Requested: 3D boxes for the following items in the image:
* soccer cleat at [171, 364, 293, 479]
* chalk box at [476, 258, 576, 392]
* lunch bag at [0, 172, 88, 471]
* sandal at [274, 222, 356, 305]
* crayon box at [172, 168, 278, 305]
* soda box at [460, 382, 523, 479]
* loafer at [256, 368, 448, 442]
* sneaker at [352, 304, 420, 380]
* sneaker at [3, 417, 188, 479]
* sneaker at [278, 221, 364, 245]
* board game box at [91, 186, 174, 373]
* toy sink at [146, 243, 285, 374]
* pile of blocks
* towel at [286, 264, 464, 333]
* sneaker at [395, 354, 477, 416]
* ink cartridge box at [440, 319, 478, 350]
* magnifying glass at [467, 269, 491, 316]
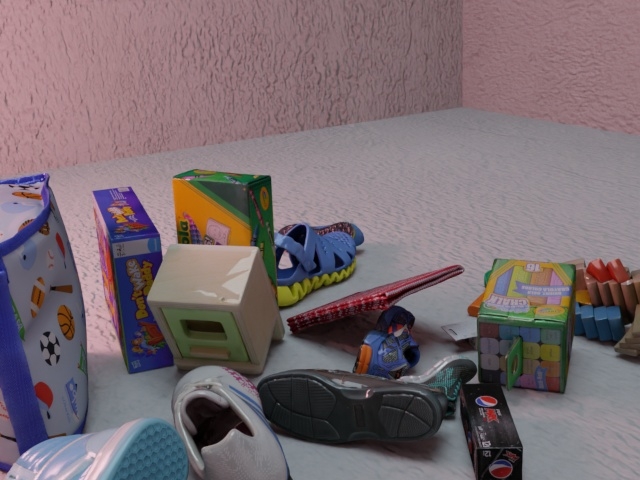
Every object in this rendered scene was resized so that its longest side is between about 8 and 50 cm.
[{"bbox_3d":[-0.133,0.215,1.045,0.116,0.143,0.331,-37,27,-10],"label":"soccer cleat"},{"bbox_3d":[0.313,0.139,1.247,0.132,0.132,0.213,4,32,19],"label":"chalk box"},{"bbox_3d":[-0.459,0.106,1.178,0.239,0.328,0.385,-14,22,-18],"label":"lunch bag"},{"bbox_3d":[-0.026,0.027,1.675,0.126,0.138,0.317,5,18,30],"label":"sandal"},{"bbox_3d":[-0.170,0.016,1.491,0.165,0.278,0.081,7,19,28],"label":"crayon box"},{"bbox_3d":[0.221,0.248,1.074,0.060,0.053,0.169,-1,18,3],"label":"soda box"},{"bbox_3d":[0.044,0.224,1.124,0.267,0.096,0.084,2,7,24],"label":"loafer"},{"bbox_3d":[0.119,0.172,1.315,0.087,0.083,0.221,23,23,12],"label":"sneaker"},{"bbox_3d":[-0.292,0.323,0.854,0.208,0.127,0.319,-14,23,35],"label":"sneaker"},{"bbox_3d":[0.000,0.000,1.893,0.209,0.069,0.082,-4,-17,25],"label":"sneaker"},{"bbox_3d":[-0.341,0.056,1.469,0.078,0.233,0.347,-9,18,-18],"label":"board game box"},{"bbox_3d":[-0.162,0.131,1.332,0.153,0.234,0.131,3,48,13],"label":"toy sink"},{"bbox_3d":[0.497,0.095,1.342,0.149,0.112,0.362,-35,23,-31],"label":"pile of blocks"},{"bbox_3d":[0.090,0.102,1.416,0.199,0.031,0.275,-18,-2,-41],"label":"towel"},{"bbox_3d":[0.174,0.222,1.182,0.166,0.065,0.076,-19,40,-33],"label":"sneaker"},{"bbox_3d":[0.268,0.159,1.388,0.115,0.029,0.063,-9,20,-15],"label":"ink cartridge box"},{"bbox_3d":[0.340,0.097,1.585,0.092,0.026,0.231,8,19,30],"label":"magnifying glass"}]
